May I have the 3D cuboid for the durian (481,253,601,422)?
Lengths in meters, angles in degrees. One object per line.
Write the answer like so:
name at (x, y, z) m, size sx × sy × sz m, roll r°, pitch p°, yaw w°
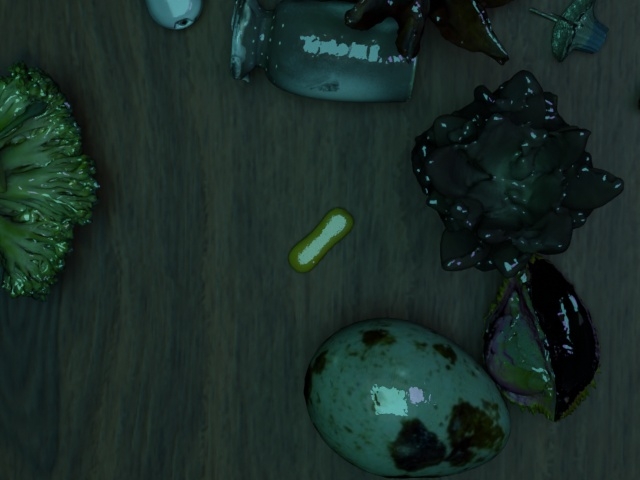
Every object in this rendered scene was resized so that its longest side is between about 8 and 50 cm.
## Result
durian at (0.233, 0.112, 1.790) m, size 0.108 × 0.119 × 0.186 m, roll -24°, pitch 77°, yaw 42°

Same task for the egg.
egg at (0.095, 0.175, 1.755) m, size 0.231 × 0.169 × 0.169 m, roll 19°, pitch 94°, yaw -8°

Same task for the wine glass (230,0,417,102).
wine glass at (0.005, -0.208, 1.769) m, size 0.204 × 0.111 × 0.111 m, roll 9°, pitch 93°, yaw 1°

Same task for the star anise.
star anise at (0.091, -0.276, 1.721) m, size 0.288 × 0.288 × 0.088 m, roll 24°, pitch 135°, yaw 3°

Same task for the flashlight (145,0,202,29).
flashlight at (-0.187, -0.330, 1.811) m, size 0.093 × 0.047 × 0.200 m, roll -23°, pitch 94°, yaw 6°

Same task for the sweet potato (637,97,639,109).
sweet potato at (0.503, -0.219, 1.746) m, size 0.341 × 0.092 × 0.114 m, roll -39°, pitch 65°, yaw 5°

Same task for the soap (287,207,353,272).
soap at (0.000, 0.000, 1.829) m, size 0.089 × 0.012 × 0.034 m, roll -44°, pitch 89°, yaw 5°

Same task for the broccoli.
broccoli at (-0.400, -0.079, 1.692) m, size 0.221 × 0.361 × 0.252 m, roll -12°, pitch 73°, yaw 23°

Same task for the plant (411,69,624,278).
plant at (0.181, -0.063, 1.660) m, size 0.194 × 0.321 × 0.181 m, roll -33°, pitch 89°, yaw 3°

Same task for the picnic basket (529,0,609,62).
picnic basket at (0.273, -0.234, 1.774) m, size 0.083 × 0.065 × 0.083 m, roll 27°, pitch 99°, yaw -14°
